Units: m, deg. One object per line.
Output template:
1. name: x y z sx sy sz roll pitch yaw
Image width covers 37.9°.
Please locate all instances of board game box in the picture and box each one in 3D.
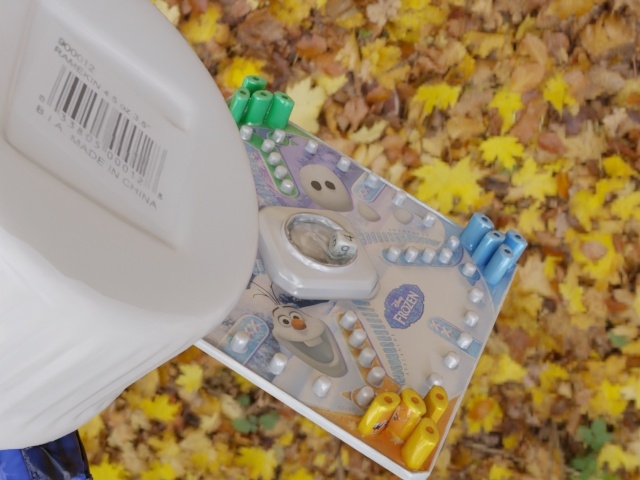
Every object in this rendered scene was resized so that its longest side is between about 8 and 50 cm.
1. board game box: 0.000 0.000 0.930 0.390 0.390 0.050 32 126 5

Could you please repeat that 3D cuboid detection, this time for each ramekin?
1. ramekin: -0.159 -0.037 0.518 0.135 0.277 0.277 -28 119 29

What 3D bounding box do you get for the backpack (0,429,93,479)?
1. backpack: -0.223 0.136 0.654 0.101 0.120 0.098 -9 165 -39
